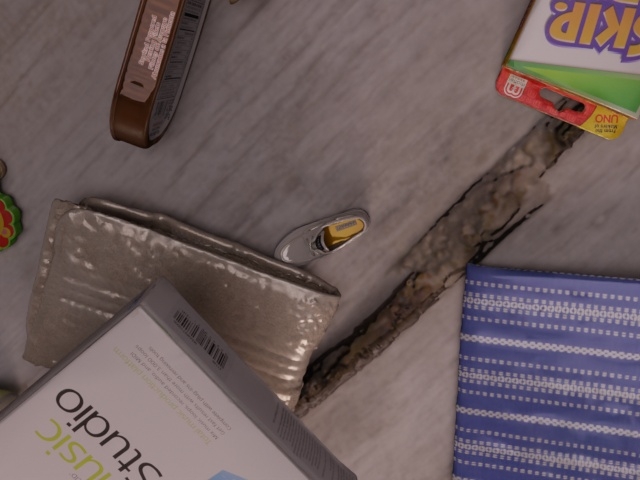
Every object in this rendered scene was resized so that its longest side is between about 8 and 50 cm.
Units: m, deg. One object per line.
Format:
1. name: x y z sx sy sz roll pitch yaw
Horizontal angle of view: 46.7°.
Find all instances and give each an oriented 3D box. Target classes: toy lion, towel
1. toy lion: -0.346 -0.032 0.729 0.100 0.034 0.096 2 109 6
2. towel: 0.249 0.194 0.701 0.243 0.040 0.336 4 101 14
3. towel: -0.141 0.078 0.713 0.282 0.049 0.187 21 111 0

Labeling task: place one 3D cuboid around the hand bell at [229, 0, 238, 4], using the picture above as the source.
1. hand bell: 0.039 -0.268 0.613 0.241 0.126 0.126 -5 101 -5

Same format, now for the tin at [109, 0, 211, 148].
1. tin: -0.133 -0.171 0.639 0.040 0.106 0.190 19 104 -6

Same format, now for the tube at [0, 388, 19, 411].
1. tube: -0.432 0.170 0.765 0.240 0.062 0.070 8 68 10

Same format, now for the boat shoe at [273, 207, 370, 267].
1. boat shoe: 0.000 0.000 0.694 0.100 0.035 0.035 -21 99 9

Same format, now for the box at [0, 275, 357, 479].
1. box: -0.164 0.209 0.611 0.322 0.058 0.232 -38 101 21

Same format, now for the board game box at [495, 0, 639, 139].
1. board game box: 0.255 -0.225 0.623 0.124 0.039 0.260 23 106 2
